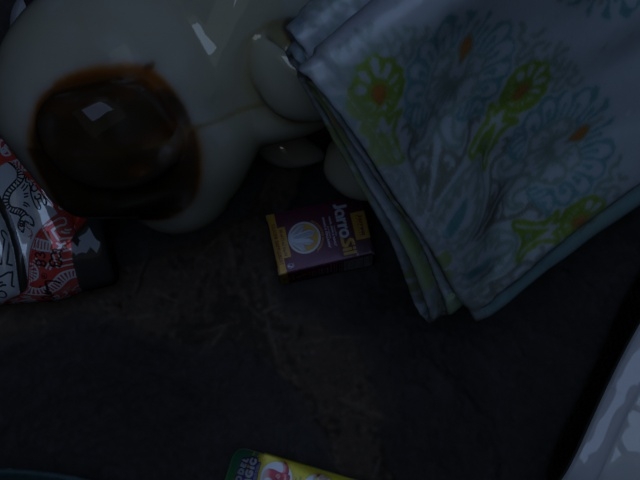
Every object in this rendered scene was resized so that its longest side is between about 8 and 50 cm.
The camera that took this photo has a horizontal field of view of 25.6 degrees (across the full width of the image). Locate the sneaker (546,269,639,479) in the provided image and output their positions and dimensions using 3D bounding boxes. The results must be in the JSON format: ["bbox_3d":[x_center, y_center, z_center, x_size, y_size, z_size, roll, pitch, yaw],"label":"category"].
[{"bbox_3d":[0.297,0.096,1.136,0.123,0.106,0.290,27,89,0],"label":"sneaker"}]

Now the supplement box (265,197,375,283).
[{"bbox_3d":[0.000,0.000,1.183,0.083,0.043,0.055,-13,77,-2],"label":"supplement box"}]

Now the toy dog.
[{"bbox_3d":[-0.061,-0.180,1.050,0.408,0.395,0.284,-49,43,-5],"label":"toy dog"}]

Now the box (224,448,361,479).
[{"bbox_3d":[0.002,0.239,1.134,0.179,0.043,0.105,17,79,2],"label":"box"}]

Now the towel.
[{"bbox_3d":[0.177,-0.134,1.014,0.374,0.320,0.090,-38,48,-6],"label":"towel"}]

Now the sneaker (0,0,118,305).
[{"bbox_3d":[-0.269,-0.075,1.181,0.145,0.090,0.270,-14,81,-4],"label":"sneaker"}]

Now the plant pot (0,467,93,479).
[{"bbox_3d":[-0.201,0.327,1.019,0.293,0.293,0.196,22,105,6],"label":"plant pot"}]
